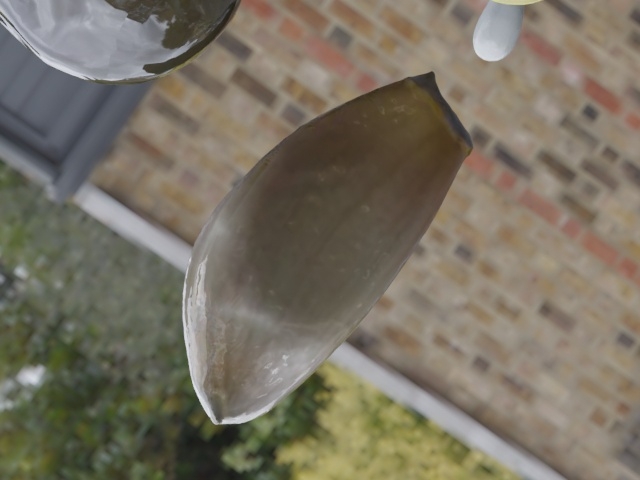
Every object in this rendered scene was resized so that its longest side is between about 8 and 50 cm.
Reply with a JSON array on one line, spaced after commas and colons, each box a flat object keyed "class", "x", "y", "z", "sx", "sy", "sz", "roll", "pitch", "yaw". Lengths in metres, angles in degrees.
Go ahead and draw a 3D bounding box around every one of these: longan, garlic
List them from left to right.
[{"class": "longan", "x": -0.146, "y": -0.205, "z": 1.243, "sx": 0.212, "sy": 0.198, "sz": 0.198, "roll": 21, "pitch": 178, "yaw": 15}, {"class": "garlic", "x": -0.008, "y": -0.005, "z": 1.404, "sx": 0.143, "sy": 0.318, "sz": 0.112, "roll": 44, "pitch": 169, "yaw": -12}]

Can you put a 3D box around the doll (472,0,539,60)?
[{"class": "doll", "x": 0.243, "y": -0.372, "z": 2.002, "sx": 0.160, "sy": 0.311, "sz": 0.242, "roll": 8, "pitch": 168, "yaw": 22}]
